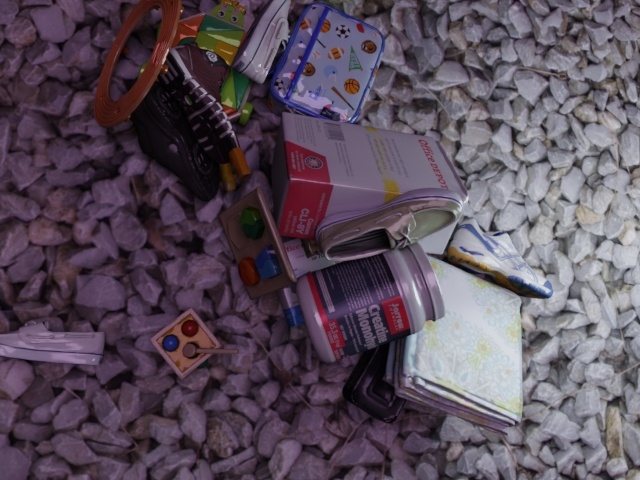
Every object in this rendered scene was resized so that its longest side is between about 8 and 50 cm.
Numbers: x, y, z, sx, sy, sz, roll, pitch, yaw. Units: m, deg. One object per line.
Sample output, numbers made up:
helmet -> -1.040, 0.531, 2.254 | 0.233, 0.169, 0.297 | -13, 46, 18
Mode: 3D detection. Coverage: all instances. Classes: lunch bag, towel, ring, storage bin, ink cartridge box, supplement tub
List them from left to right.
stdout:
ring -> -0.383, -0.389, 1.225 | 0.032, 0.337, 0.336 | 25, 75, -41
ink cartridge box -> -0.034, 0.088, 1.344 | 0.140, 0.082, 0.190 | -18, 87, -15
lunch bag -> 0.006, -0.411, 1.415 | 0.243, 0.115, 0.303 | 24, 76, -7
ink cartridge box -> 0.094, -0.128, 1.298 | 0.385, 0.160, 0.279 | 6, 38, -12
supplement tub -> 0.100, 0.125, 1.203 | 0.272, 0.191, 0.191 | -19, 86, 0
storage bin -> 0.148, 0.318, 1.351 | 0.122, 0.084, 0.180 | 34, 76, -6
towel -> 0.318, 0.228, 1.348 | 0.321, 0.090, 0.374 | 25, 52, -13

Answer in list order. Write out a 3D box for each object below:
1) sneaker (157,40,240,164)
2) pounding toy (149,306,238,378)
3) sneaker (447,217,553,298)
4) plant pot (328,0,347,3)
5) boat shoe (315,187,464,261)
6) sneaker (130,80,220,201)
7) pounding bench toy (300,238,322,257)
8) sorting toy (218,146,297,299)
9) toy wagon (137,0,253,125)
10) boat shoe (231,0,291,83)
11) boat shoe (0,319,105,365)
sneaker -> -0.228, -0.316, 1.280 | 0.281, 0.106, 0.162 | 60, 42, -19
pounding toy -> -0.273, 0.227, 1.254 | 0.130, 0.100, 0.141 | -39, 92, -15
sneaker -> 0.469, 0.045, 1.457 | 0.296, 0.112, 0.131 | 27, 72, -11
plant pot -> 0.062, -0.766, 1.399 | 0.334, 0.334, 0.305 | -26, 100, -16
boat shoe -> 0.141, -0.019, 1.153 | 0.302, 0.094, 0.109 | -15, 130, 5
sneaker -> -0.332, -0.211, 1.311 | 0.286, 0.130, 0.109 | 61, 29, -16
pounding bench toy -> 0.000, 0.000, 1.280 | 0.065, 0.083, 0.052 | -18, 84, -16
sorting toy -> -0.164, -0.030, 1.253 | 0.041, 0.229, 0.307 | -19, 86, -34
toy wagon -> -0.260, -0.435, 1.375 | 0.267, 0.068, 0.344 | 20, 78, -10
boat shoe -> -0.115, -0.477, 1.348 | 0.088, 0.096, 0.267 | 34, 57, -25
boat shoe -> -0.580, 0.205, 1.197 | 0.258, 0.095, 0.084 | 12, 75, -22
